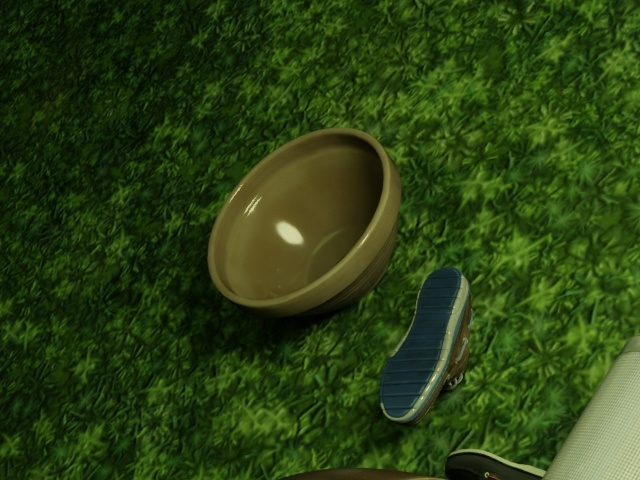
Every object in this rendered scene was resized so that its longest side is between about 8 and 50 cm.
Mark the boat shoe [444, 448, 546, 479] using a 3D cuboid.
[{"bbox_3d":[0.165,0.226,1.442,0.133,0.049,0.042,12,56,40],"label":"boat shoe"}]

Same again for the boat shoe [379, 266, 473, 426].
[{"bbox_3d":[0.117,0.116,1.565,0.066,0.066,0.183,0,50,37],"label":"boat shoe"}]

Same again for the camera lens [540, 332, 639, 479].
[{"bbox_3d":[0.280,0.220,1.216,0.219,0.219,0.274,19,69,47],"label":"camera lens"}]

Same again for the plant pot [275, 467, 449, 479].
[{"bbox_3d":[0.024,0.290,1.408,0.215,0.215,0.230,-53,26,-11],"label":"plant pot"}]

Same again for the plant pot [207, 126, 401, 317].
[{"bbox_3d":[0.000,0.000,1.733,0.237,0.110,0.237,-22,44,23],"label":"plant pot"}]
